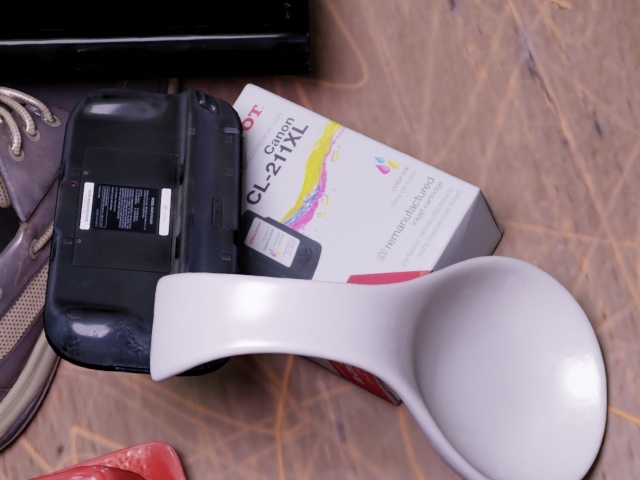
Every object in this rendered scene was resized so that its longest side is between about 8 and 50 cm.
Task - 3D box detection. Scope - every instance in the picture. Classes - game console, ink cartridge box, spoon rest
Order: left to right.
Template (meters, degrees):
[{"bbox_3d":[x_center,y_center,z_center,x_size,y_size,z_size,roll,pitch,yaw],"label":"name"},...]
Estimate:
[{"bbox_3d":[-0.112,-0.071,1.036,0.213,0.044,0.361,-1,49,0],"label":"game console"},{"bbox_3d":[0.000,0.000,1.065,0.175,0.072,0.127,26,77,26],"label":"ink cartridge box"},{"bbox_3d":[0.050,0.064,0.934,0.084,0.276,0.137,-23,60,55],"label":"spoon rest"}]

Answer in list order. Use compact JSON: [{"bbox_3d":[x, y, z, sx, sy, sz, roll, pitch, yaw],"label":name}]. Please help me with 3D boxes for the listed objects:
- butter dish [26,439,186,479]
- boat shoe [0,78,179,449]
[{"bbox_3d":[-0.155,0.194,1.003,0.160,0.118,0.160,-21,62,9],"label":"butter dish"},{"bbox_3d":[-0.193,-0.037,1.112,0.132,0.130,0.355,10,70,22],"label":"boat shoe"}]
